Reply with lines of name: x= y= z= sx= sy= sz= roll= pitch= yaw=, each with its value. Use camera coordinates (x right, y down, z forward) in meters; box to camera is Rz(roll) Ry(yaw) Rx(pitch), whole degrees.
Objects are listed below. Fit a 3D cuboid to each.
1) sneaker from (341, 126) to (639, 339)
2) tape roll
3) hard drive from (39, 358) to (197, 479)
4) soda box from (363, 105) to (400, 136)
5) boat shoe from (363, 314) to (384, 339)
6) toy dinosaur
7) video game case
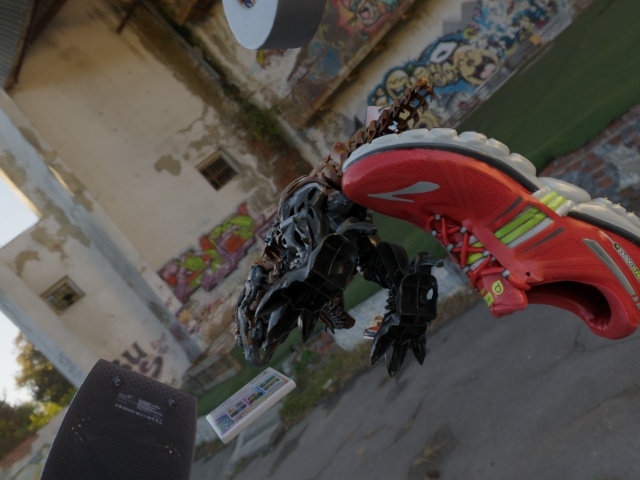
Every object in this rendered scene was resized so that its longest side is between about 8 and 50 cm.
sneaker: x=0.143 y=0.000 z=0.446 sx=0.107 sy=0.278 sz=0.119 roll=108 pitch=-177 yaw=-68
tape roll: x=-0.070 y=-0.372 z=0.740 sx=0.072 sy=0.219 sz=0.219 roll=-13 pitch=-14 yaw=-27
hard drive: x=-0.249 y=0.267 z=0.697 sx=0.054 sy=0.171 sz=0.255 roll=-57 pitch=17 yaw=16
soda box: x=0.115 y=-0.160 z=1.005 sx=0.058 sy=0.062 sz=0.183 roll=96 pitch=175 yaw=-59
boat shoe: x=0.113 y=0.174 z=1.086 sx=0.137 sy=0.049 sz=0.043 roll=20 pitch=-96 yaw=-81
toy dinosaur: x=0.000 y=0.000 z=0.526 sx=0.218 sy=0.164 sz=0.322 roll=-118 pitch=33 yaw=-55
video game case: x=-0.132 y=0.300 z=1.018 sx=0.157 sy=0.019 sz=0.143 roll=-35 pitch=11 yaw=-20
